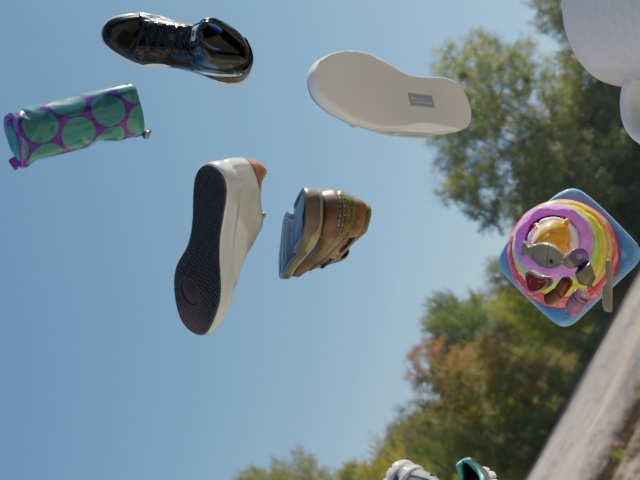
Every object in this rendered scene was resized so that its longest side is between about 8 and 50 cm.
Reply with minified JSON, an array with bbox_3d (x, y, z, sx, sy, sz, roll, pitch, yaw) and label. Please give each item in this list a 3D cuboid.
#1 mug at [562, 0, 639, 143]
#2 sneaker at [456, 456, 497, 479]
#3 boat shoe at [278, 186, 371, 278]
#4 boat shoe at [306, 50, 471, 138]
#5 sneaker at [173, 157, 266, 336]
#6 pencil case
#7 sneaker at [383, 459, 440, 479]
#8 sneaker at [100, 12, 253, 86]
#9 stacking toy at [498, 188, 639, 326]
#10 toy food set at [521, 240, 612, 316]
[{"bbox_3d":[0.537,-0.303,1.288,0.328,0.276,0.374,23,96,64],"label":"mug"},{"bbox_3d":[0.233,0.390,1.349,0.065,0.076,0.166,-32,34,13],"label":"sneaker"},{"bbox_3d":[0.000,0.000,1.410,0.307,0.104,0.111,140,132,-75],"label":"boat shoe"},{"bbox_3d":[0.051,-0.119,0.790,0.184,0.066,0.063,-6,-10,-43],"label":"boat shoe"},{"bbox_3d":[-0.134,0.012,1.361,0.123,0.106,0.290,-21,-44,-48],"label":"sneaker"},{"bbox_3d":[-0.268,-0.126,1.009,0.151,0.064,0.070,-20,-27,-31],"label":"pencil case"},{"bbox_3d":[0.123,0.473,1.346,0.105,0.115,0.281,18,-97,-51],"label":"sneaker"},{"bbox_3d":[-0.194,-0.282,1.264,0.121,0.216,0.079,147,135,-77],"label":"sneaker"},{"bbox_3d":[0.326,0.010,1.268,0.175,0.166,0.302,-46,-18,11],"label":"stacking toy"},{"bbox_3d":[0.262,0.044,1.001,0.019,0.122,0.078,-8,-81,-33],"label":"toy food set"}]
